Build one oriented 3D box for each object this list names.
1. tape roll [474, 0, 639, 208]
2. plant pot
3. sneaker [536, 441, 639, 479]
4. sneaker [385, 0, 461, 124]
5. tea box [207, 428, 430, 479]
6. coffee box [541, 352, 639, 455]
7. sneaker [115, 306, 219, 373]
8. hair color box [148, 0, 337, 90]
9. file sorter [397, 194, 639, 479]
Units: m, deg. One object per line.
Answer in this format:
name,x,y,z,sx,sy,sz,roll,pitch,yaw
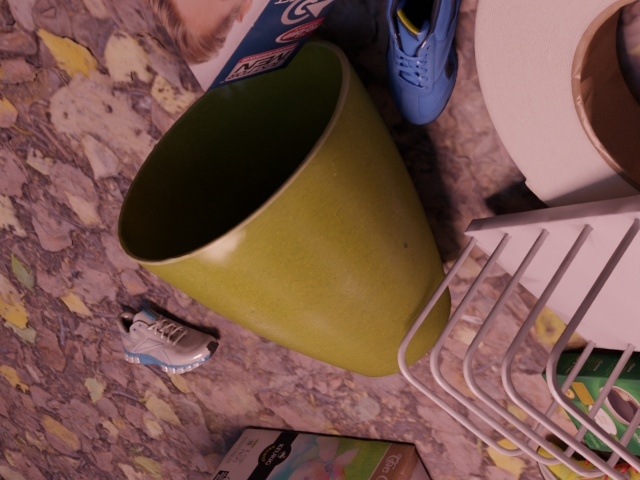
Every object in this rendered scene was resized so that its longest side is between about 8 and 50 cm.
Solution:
tape roll,0.295,-0.114,0.732,0.392,0.072,0.392,28,146,21
plant pot,0.000,0.000,0.996,0.274,0.275,0.293,-10,136,43
sneaker,0.343,0.280,1.124,0.208,0.081,0.094,31,97,32
sneaker,0.083,-0.177,0.872,0.069,0.082,0.209,22,139,16
tea box,-0.030,0.459,1.371,0.323,0.329,0.220,-3,125,38
coffee box,0.323,0.169,1.011,0.113,0.040,0.184,55,154,-13
sneaker,-0.230,0.137,1.424,0.190,0.071,0.083,0,122,37
hair color box,-0.033,-0.291,0.796,0.174,0.105,0.347,58,142,9
file sorter,0.222,0.097,0.863,0.193,0.173,0.277,39,165,-14
